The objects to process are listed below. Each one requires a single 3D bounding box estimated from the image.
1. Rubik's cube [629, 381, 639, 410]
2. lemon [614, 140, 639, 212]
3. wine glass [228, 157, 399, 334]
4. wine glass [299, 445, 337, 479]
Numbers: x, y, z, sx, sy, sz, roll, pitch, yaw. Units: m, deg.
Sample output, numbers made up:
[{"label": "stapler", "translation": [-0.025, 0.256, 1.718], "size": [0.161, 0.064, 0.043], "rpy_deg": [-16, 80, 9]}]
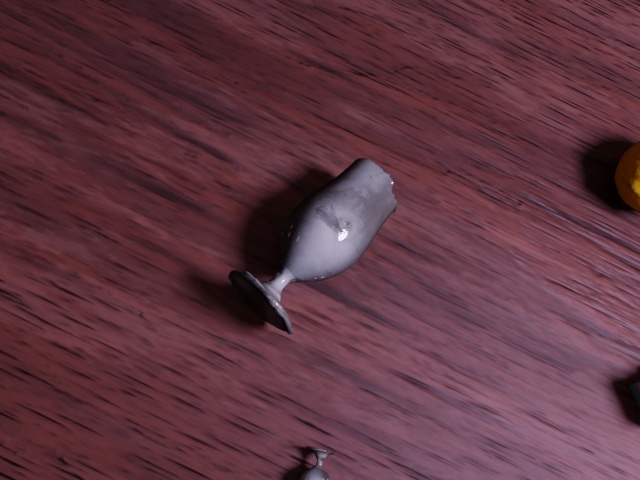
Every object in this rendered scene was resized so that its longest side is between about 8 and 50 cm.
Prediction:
[{"label": "Rubik's cube", "translation": [0.440, 0.194, 0.763], "size": [0.073, 0.084, 0.075], "rpy_deg": [-14, 90, -11]}, {"label": "lemon", "translation": [0.478, -0.094, 0.854], "size": [0.155, 0.114, 0.114], "rpy_deg": [-21, 76, -21]}, {"label": "wine glass", "translation": [0.000, 0.000, 0.735], "size": [0.103, 0.103, 0.222], "rpy_deg": [42, 69, 5]}, {"label": "wine glass", "translation": [-0.009, 0.266, 0.672], "size": [0.039, 0.042, 0.083], "rpy_deg": [6, 69, 23]}]
